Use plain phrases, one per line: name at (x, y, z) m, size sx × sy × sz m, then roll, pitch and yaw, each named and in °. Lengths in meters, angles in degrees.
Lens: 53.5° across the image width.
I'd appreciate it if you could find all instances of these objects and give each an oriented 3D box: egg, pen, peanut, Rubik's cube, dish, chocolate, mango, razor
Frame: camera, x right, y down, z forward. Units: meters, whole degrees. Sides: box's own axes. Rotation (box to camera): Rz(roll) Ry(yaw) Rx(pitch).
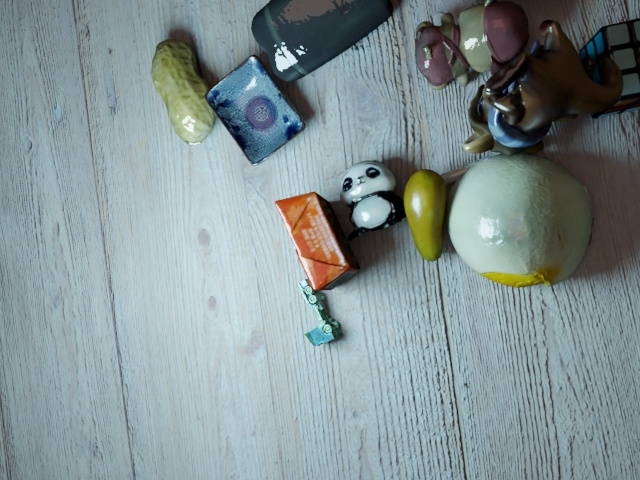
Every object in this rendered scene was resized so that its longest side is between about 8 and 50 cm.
egg at (0.435, -0.041, 1.401) m, size 0.338 × 0.201 × 0.336 m, roll 2°, pitch 97°, yaw 16°
pen at (0.375, -0.176, 1.516) m, size 0.269 × 0.033 × 0.033 m, roll -21°, pitch 84°, yaw 21°
peanut at (-0.375, -0.414, 1.742) m, size 0.149 × 0.149 × 0.313 m, roll -31°, pitch 77°, yaw 19°
Rubik's cube at (0.652, -0.360, 1.317) m, size 0.163 × 0.160 × 0.162 m, roll -13°, pitch 87°, yaw 5°
dish at (-0.164, -0.339, 1.683) m, size 0.182 × 0.080 × 0.243 m, roll -36°, pitch 87°, yaw 13°
chocolate at (0.000, 0.000, 1.560) m, size 0.108 × 0.237 × 0.234 m, roll -26°, pitch 81°, yaw 9°
mango at (0.252, -0.060, 1.508) m, size 0.099 × 0.136 × 0.227 m, roll -7°, pitch 113°, yaw 6°
razor at (0.002, -0.558, 1.585) m, size 0.349 × 0.113 × 0.204 m, roll -29°, pitch 105°, yaw 19°

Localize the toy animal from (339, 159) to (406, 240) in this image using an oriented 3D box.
toy animal at (0.114, -0.105, 1.560) m, size 0.166 × 0.138 × 0.179 m, roll -17°, pitch 87°, yaw 14°

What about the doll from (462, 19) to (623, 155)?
doll at (0.427, -0.304, 1.301) m, size 0.318 × 0.340 × 0.209 m, roll -13°, pitch 79°, yaw -12°

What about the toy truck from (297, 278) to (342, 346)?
toy truck at (-0.019, 0.189, 1.659) m, size 0.081 × 0.067 × 0.175 m, roll -31°, pitch 81°, yaw 20°

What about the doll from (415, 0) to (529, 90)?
doll at (0.348, -0.449, 1.456) m, size 0.256 × 0.196 × 0.152 m, roll -13°, pitch 50°, yaw 25°
